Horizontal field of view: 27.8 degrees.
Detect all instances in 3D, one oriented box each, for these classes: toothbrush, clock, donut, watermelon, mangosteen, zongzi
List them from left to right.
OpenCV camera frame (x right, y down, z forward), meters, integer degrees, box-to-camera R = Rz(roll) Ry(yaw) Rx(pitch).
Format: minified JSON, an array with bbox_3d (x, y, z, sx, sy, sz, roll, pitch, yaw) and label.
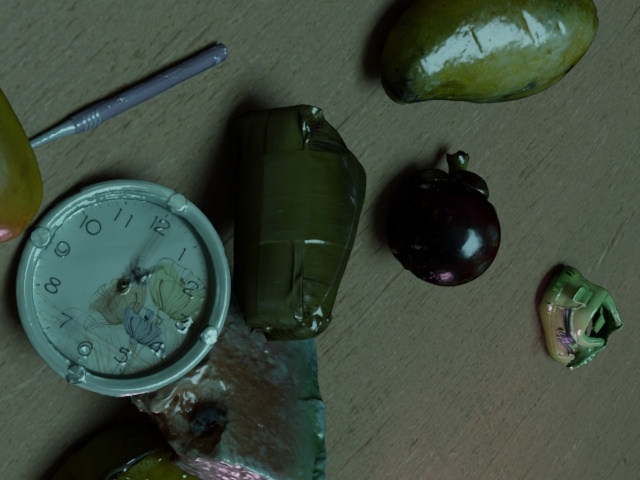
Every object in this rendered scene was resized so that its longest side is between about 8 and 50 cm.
[{"bbox_3d":[-0.228,-0.130,1.357,0.354,0.029,0.024,-33,152,-34],"label":"toothbrush"},{"bbox_3d":[-0.249,0.341,1.596,0.272,0.107,0.272,-26,132,-32],"label":"donut"},{"bbox_3d":[-0.217,0.051,1.414,0.236,0.053,0.236,0,90,-21],"label":"clock"},{"bbox_3d":[-0.086,0.184,1.542,0.302,0.151,0.264,27,52,-54],"label":"watermelon"},{"bbox_3d":[0.000,0.000,1.576,0.300,0.145,0.273,30,58,-63],"label":"zongzi"},{"bbox_3d":[0.183,-0.021,1.820,0.184,0.172,0.172,-31,135,-36],"label":"mangosteen"}]

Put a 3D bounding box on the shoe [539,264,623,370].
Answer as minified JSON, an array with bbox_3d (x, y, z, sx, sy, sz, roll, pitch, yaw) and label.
[{"bbox_3d":[0.466,0.156,2.339,0.140,0.128,0.262,-38,138,-8],"label":"shoe"}]

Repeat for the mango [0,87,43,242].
[{"bbox_3d":[-0.345,-0.097,1.165,0.138,0.113,0.253,-27,124,-7],"label":"mango"}]

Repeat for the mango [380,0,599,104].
[{"bbox_3d":[0.217,-0.273,1.709,0.330,0.176,0.176,-6,87,-27],"label":"mango"}]
